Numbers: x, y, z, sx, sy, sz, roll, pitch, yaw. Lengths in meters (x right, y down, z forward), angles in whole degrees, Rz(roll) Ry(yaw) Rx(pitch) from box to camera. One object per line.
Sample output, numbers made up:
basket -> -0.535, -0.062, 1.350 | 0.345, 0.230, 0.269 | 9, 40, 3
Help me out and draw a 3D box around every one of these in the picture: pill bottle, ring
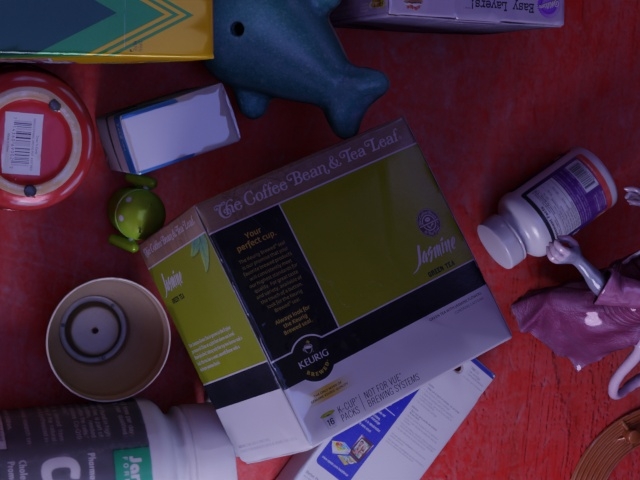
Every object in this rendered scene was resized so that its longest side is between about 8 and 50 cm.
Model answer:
pill bottle -> 0.329, -0.044, 1.975 | 0.193, 0.108, 0.108 | -34, 107, -12
ring -> 0.542, 0.427, 2.152 | 0.336, 0.032, 0.336 | -2, 97, -20
pill bottle -> -0.303, 0.309, 1.742 | 0.361, 0.204, 0.204 | -4, 98, -19

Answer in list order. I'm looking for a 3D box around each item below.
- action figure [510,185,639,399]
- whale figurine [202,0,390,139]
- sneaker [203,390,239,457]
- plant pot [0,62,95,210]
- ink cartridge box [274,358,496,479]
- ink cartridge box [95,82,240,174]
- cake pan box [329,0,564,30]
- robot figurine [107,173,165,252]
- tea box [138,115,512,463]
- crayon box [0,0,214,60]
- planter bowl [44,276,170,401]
action figure -> 0.433, 0.084, 1.887 | 0.248, 0.370, 0.276 | -29, 85, -28
whale figurine -> -0.046, -0.245, 1.749 | 0.272, 0.141, 0.216 | 40, 108, 9
sneaker -> -0.031, 0.175, 1.881 | 0.292, 0.110, 0.118 | -37, 98, -12
plant pot -> -0.372, -0.126, 1.682 | 0.191, 0.174, 0.191 | -3, 98, -22
ink cartridge box -> 0.092, 0.276, 1.955 | 0.165, 0.065, 0.333 | 41, 84, -19
ink cartridge box -> -0.200, -0.142, 1.729 | 0.139, 0.190, 0.082 | -20, 102, -17
cake pan box -> 0.163, -0.316, 1.809 | 0.267, 0.246, 0.070 | 0, 97, -19
robot figurine -> -0.241, -0.036, 1.768 | 0.067, 0.115, 0.101 | 18, 91, -21
tea box -> 0.003, 0.063, 1.716 | 0.329, 0.220, 0.323 | -24, 89, -29
crayon box -> -0.320, -0.260, 1.580 | 0.313, 0.363, 0.106 | 0, 97, -19
planter bowl -> -0.290, 0.124, 1.773 | 0.162, 0.109, 0.162 | -2, 94, -22
